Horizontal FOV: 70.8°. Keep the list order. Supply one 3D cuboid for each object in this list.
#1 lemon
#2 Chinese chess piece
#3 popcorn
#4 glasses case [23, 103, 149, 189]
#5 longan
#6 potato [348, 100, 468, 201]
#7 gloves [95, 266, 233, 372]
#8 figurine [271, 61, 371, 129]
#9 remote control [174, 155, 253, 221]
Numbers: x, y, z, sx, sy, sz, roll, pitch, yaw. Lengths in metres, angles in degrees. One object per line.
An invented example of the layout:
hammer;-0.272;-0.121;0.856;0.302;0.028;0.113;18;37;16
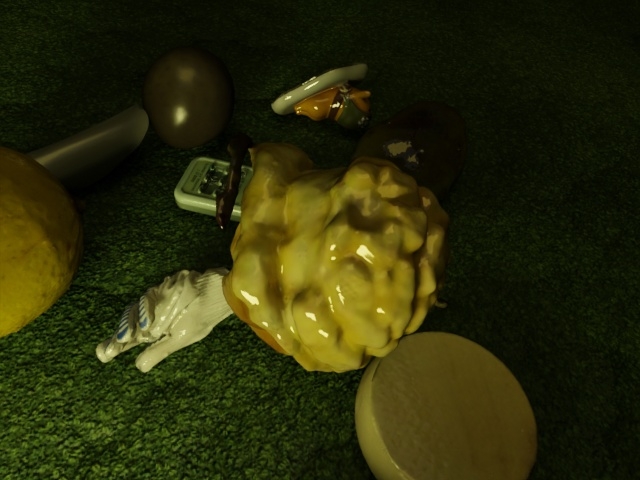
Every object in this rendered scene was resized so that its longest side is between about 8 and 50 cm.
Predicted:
lemon;-0.487;0.005;0.615;0.297;0.297;0.297;4;51;-5
Chinese chess piece;0.171;0.253;0.635;0.250;0.097;0.251;5;51;-6
popcorn;0.000;0.000;0.642;0.382;0.349;0.349;48;55;-5
glasses case;-0.460;-0.148;0.853;0.308;0.128;0.083;-40;92;-33
longan;-0.275;-0.303;0.952;0.196;0.196;0.220;9;53;-2
potato;0.198;-0.180;0.939;0.210;0.173;0.307;33;57;20
gloves;-0.225;0.116;0.688;0.229;0.097;0.119;-27;105;-36
figurine;0.023;-0.310;1.079;0.250;0.166;0.141;-23;94;3
remote control;-0.104;-0.076;0.876;0.335;0.065;0.128;13;53;2
